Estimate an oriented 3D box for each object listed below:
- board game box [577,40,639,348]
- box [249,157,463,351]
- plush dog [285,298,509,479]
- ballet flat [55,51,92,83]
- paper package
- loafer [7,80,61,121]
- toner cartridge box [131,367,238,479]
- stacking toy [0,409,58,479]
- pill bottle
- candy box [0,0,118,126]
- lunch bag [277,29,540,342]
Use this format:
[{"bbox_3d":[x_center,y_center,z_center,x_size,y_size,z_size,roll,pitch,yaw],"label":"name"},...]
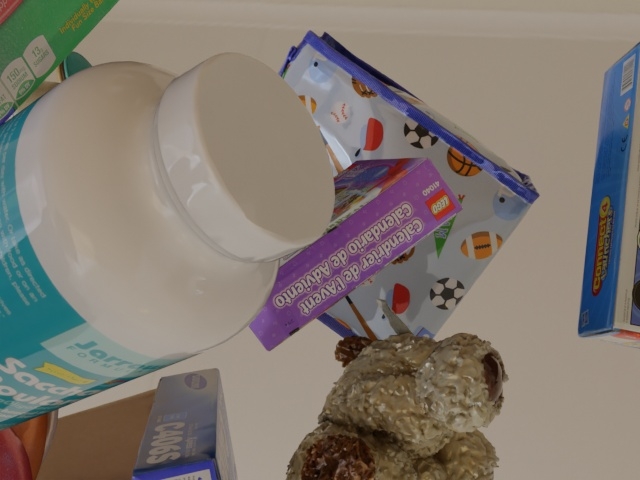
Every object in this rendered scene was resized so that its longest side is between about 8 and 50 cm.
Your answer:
[{"bbox_3d":[0.442,-0.023,0.922,0.301,0.086,0.308,12,-103,-6],"label":"board game box"},{"bbox_3d":[0.000,0.000,0.847,0.201,0.293,0.057,-36,-81,-4],"label":"box"},{"bbox_3d":[0.045,0.207,0.861,0.210,0.262,0.225,26,-127,27],"label":"plush dog"},{"bbox_3d":[-0.321,-0.155,1.256,0.232,0.073,0.080,60,-145,-2],"label":"ballet flat"},{"bbox_3d":[-0.307,0.389,1.147,0.324,0.168,0.309,-15,-132,-12],"label":"paper package"},{"bbox_3d":[-0.303,-0.055,0.898,0.092,0.269,0.102,31,-149,5],"label":"loafer"},{"bbox_3d":[-0.127,0.251,0.903,0.075,0.348,0.165,-9,-84,-6],"label":"toner cartridge box"},{"bbox_3d":[-0.390,0.292,0.819,0.350,0.351,0.480,-25,-145,-14],"label":"stacking toy"},{"bbox_3d":[-0.122,0.004,0.451,0.264,0.146,0.146,-24,-137,33],"label":"pill bottle"},{"bbox_3d":[-0.235,-0.256,0.513,0.122,0.317,0.268,20,-117,31],"label":"candy box"},{"bbox_3d":[0.054,-0.063,1.243,0.385,0.239,0.328,34,-77,0],"label":"lunch bag"}]
